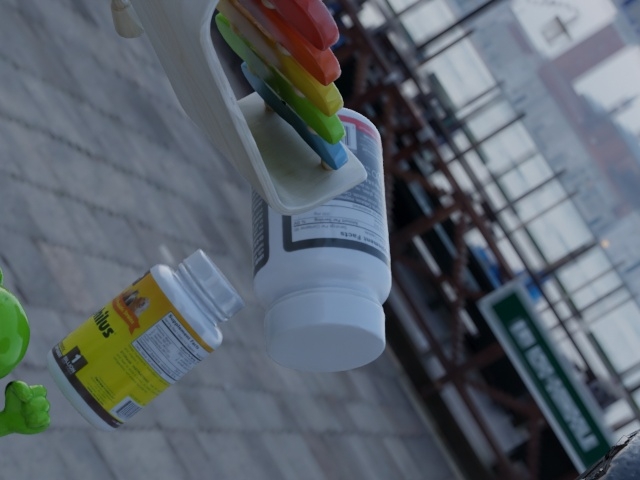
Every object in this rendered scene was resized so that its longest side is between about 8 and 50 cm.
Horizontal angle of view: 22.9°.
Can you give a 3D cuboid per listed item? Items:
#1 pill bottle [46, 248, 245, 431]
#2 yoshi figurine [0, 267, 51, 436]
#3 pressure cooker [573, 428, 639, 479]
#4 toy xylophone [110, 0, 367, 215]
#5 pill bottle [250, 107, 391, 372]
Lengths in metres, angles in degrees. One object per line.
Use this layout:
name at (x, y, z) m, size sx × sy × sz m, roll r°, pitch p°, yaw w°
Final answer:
pill bottle at (-0.192, 0.108, 1.771) m, size 0.117 × 0.215 × 0.117 m, roll 51°, pitch -1°, yaw 1°
yoshi figurine at (-0.389, 0.185, 1.625) m, size 0.203 × 0.203 × 0.362 m, roll 21°, pitch 77°, yaw -66°
pressure cooker at (0.309, 0.432, 1.435) m, size 0.420 × 0.375 × 0.370 m, roll 47°, pitch 3°, yaw 12°
toy xylophone at (-0.073, -0.149, 1.057) m, size 0.236 × 0.081 × 0.322 m, roll 49°, pitch -10°, yaw 20°
pill bottle at (0.000, 0.000, 1.845) m, size 0.161 × 0.161 × 0.283 m, roll 45°, pitch 36°, yaw -54°
